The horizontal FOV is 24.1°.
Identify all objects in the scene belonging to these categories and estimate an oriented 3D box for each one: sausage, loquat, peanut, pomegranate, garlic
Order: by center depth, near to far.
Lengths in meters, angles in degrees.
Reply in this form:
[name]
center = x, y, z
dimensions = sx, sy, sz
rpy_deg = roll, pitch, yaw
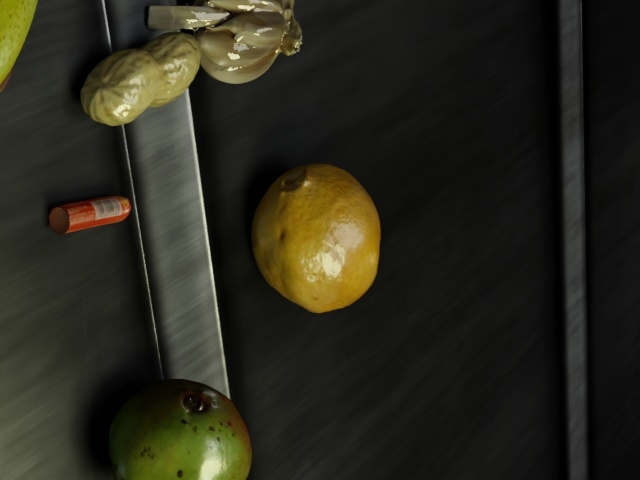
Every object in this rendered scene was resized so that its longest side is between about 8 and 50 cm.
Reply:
[sausage]
center = -0.264, -0.033, 1.754
dimensions = 0.129, 0.034, 0.034
rpy_deg = -17, 113, -58
[peanut]
center = -0.205, -0.192, 1.756
dimensions = 0.187, 0.082, 0.082
rpy_deg = -31, 125, -49
[garlic]
center = -0.128, -0.261, 1.862
dimensions = 0.194, 0.127, 0.131
rpy_deg = -9, 88, -33
[pomegranate]
center = -0.185, 0.276, 1.870
dimensions = 0.180, 0.180, 0.209
rpy_deg = -24, 148, -56
[loquat]
center = 0.000, 0.000, 2.096
dimensions = 0.187, 0.176, 0.234
rpy_deg = -38, 129, -28

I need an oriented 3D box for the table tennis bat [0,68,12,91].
[table tennis bat]
center = -0.366, -0.179, 1.543
dimensions = 0.154, 0.021, 0.274
rpy_deg = -1, 98, -60

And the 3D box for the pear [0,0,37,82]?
[pear]
center = -0.375, -0.229, 1.256
dimensions = 0.294, 0.294, 0.294
rpy_deg = -26, 121, -55
